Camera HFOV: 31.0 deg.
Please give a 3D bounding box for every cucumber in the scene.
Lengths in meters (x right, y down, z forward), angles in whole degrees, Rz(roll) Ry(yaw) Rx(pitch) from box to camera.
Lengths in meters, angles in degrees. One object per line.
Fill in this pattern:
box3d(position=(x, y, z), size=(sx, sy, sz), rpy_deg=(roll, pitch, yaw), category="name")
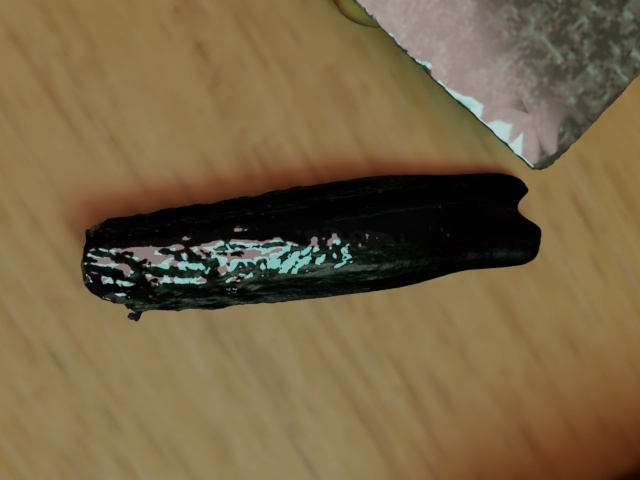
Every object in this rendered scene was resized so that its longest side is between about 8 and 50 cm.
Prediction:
box3d(position=(0.000, 0.000, 0.328), size=(0.135, 0.034, 0.033), rpy_deg=(-7, 94, -9), category="cucumber")

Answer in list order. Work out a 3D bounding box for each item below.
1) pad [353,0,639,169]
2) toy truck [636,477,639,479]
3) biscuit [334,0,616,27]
box3d(position=(0.085, -0.152, 0.304), size=(0.158, 0.003, 0.235), rpy_deg=(44, 89, -12), category="pad")
box3d(position=(0.159, 0.189, 0.339), size=(0.155, 0.124, 0.268), rpy_deg=(-32, 104, -11), category="toy truck")
box3d(position=(0.124, -0.139, 0.331), size=(0.250, 0.030, 0.160), rpy_deg=(0, 98, -10), category="biscuit")
